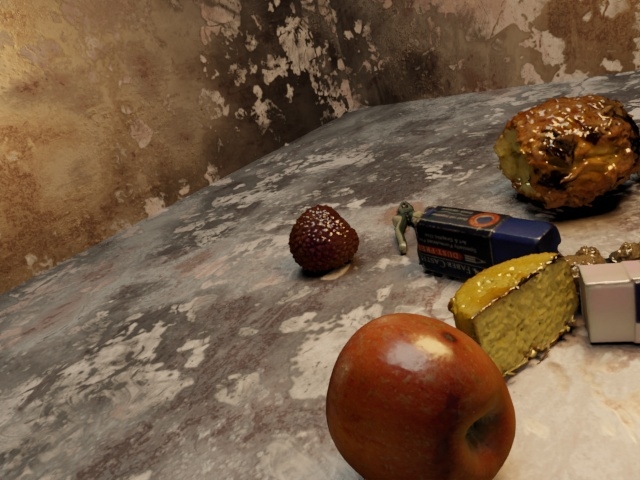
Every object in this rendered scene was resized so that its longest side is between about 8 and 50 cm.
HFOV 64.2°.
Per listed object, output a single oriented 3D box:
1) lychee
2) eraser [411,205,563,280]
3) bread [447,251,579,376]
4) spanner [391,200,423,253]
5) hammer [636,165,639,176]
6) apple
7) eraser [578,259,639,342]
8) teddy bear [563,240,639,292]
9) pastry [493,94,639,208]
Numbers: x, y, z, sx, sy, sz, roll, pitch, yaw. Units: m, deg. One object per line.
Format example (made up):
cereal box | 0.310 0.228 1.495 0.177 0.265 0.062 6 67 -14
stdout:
lychee | 0.000 0.000 1.399 0.188 0.188 0.188 -14 23 6
eraser | 0.358 0.018 1.139 0.101 0.155 0.332 -33 29 -30
bread | 0.324 0.126 0.907 0.260 0.161 0.147 -32 20 -20
spanner | 0.259 -0.049 1.502 0.095 0.040 0.325 -11 24 9
hammer | 0.938 -0.175 1.288 0.201 0.113 0.306 -13 31 15
apple | 0.137 0.220 0.684 0.253 0.254 0.254 -14 23 6
eraser | 0.587 0.096 0.833 0.286 0.131 0.086 -7 22 22
teddy bear | 0.569 0.053 0.961 0.251 0.182 0.129 -15 59 0
pastry | 0.667 -0.238 1.349 0.336 0.293 0.405 -14 7 6
